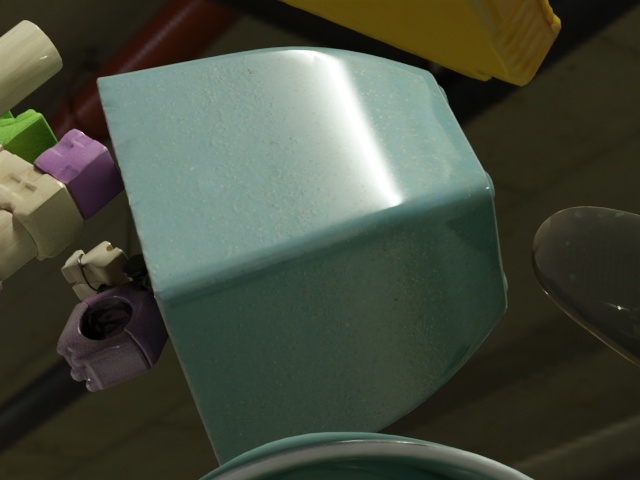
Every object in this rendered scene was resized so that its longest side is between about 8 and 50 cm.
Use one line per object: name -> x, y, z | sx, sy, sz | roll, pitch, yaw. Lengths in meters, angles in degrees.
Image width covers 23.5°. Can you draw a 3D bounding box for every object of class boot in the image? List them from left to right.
boot -> 0.278, 0.071, 1.178 | 0.305, 0.112, 0.115 | 25, -19, -15

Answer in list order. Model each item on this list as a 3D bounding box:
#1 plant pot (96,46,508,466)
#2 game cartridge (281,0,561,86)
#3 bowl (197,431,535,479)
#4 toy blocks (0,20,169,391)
plant pot -> 0.000, 0.000, 1.165 | 0.252, 0.247, 0.248 | -18, -44, -3
game cartridge -> -0.054, -0.190, 0.663 | 0.285, 0.053, 0.323 | 26, -7, 27
bowl -> 0.012, 0.228, 0.823 | 0.311, 0.312, 0.163 | 1, 12, -7
toy blocks -> -0.308, -0.002, 1.134 | 0.288, 0.260, 0.309 | 26, -29, 42
